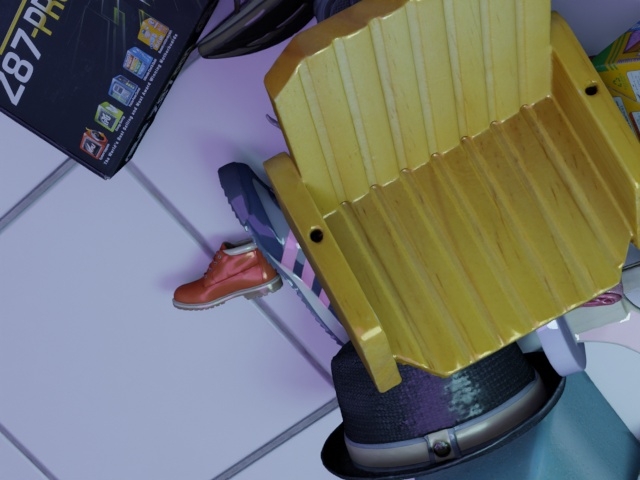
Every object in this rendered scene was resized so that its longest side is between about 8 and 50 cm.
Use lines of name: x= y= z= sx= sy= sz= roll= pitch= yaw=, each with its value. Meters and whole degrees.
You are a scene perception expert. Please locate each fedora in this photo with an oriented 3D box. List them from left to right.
fedora: x=0.134 y=0.169 z=1.764 sx=0.334 sy=0.334 sz=0.152 roll=-17 pitch=104 yaw=22

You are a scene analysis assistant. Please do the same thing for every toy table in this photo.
toy table: x=0.337 y=0.053 z=1.670 sx=0.161 sy=0.274 sz=0.252 roll=-19 pitch=98 yaw=15

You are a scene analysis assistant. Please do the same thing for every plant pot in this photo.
plant pot: x=0.272 y=0.338 z=1.835 sx=0.248 sy=0.252 sz=0.247 roll=-32 pitch=106 yaw=27

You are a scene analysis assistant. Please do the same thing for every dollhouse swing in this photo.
dollhouse swing: x=0.147 y=-0.068 z=1.368 sx=0.347 sy=0.305 sz=0.315 roll=-27 pitch=79 yaw=-5

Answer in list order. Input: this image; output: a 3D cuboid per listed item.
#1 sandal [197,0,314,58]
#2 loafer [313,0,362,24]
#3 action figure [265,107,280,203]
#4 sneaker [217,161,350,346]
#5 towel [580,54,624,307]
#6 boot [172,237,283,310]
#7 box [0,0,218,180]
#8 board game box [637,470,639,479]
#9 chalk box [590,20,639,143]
sandal: x=-0.039 y=-0.324 z=1.667 sx=0.303 sy=0.120 sz=0.086 roll=-45 pitch=71 yaw=27
loafer: x=0.109 y=-0.178 z=1.566 sx=0.302 sy=0.095 sz=0.109 roll=43 pitch=88 yaw=-18
action figure: x=0.007 y=-0.164 z=1.700 sx=0.141 sy=0.164 sz=0.276 roll=23 pitch=126 yaw=-3
sneaker: x=0.000 y=0.000 z=1.828 sx=0.131 sy=0.112 sz=0.319 roll=-36 pitch=109 yaw=12
towel: x=0.221 y=-0.063 z=1.616 sx=0.237 sy=0.329 sz=0.037 roll=-8 pitch=148 yaw=18
boot: x=-0.137 y=0.044 z=1.906 sx=0.158 sy=0.059 sz=0.085 roll=-16 pitch=109 yaw=13
box: x=-0.298 y=-0.316 z=1.735 sx=0.318 sy=0.097 sz=0.395 roll=35 pitch=121 yaw=-1
board game box: x=0.559 y=0.326 z=1.771 sx=0.275 sy=0.142 sz=0.144 roll=-8 pitch=125 yaw=35
chalk box: x=0.456 y=-0.183 z=1.528 sx=0.179 sy=0.289 sz=0.180 roll=-1 pitch=120 yaw=53
